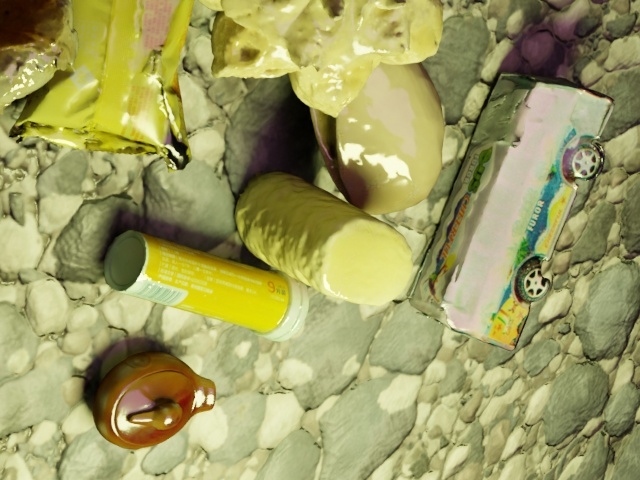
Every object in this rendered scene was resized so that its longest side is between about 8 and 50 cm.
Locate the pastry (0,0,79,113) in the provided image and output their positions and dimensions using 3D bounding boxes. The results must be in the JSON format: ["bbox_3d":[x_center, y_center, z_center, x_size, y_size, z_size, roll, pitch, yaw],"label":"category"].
[{"bbox_3d":[-0.271,-0.175,1.322,0.153,0.153,0.081,-48,172,-18],"label":"pastry"}]

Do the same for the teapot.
[{"bbox_3d":[-0.161,0.160,1.601,0.129,0.078,0.098,-6,111,-42],"label":"teapot"}]

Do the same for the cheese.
[{"bbox_3d":[0.000,0.000,1.622,0.123,0.167,0.093,26,92,-42],"label":"cheese"}]

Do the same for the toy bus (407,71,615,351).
[{"bbox_3d":[0.215,-0.041,1.855,0.138,0.112,0.316,18,93,-35],"label":"toy bus"}]

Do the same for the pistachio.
[{"bbox_3d":[0.056,-0.129,1.649,0.152,0.126,0.223,-36,122,-41],"label":"pistachio"}]

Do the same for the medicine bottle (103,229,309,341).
[{"bbox_3d":[-0.110,0.044,1.607,0.218,0.074,0.074,19,93,-44],"label":"medicine bottle"}]

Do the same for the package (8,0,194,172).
[{"bbox_3d":[-0.179,-0.177,1.420,0.168,0.090,0.226,7,106,-14],"label":"package"}]

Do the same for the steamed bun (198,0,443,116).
[{"bbox_3d":[0.010,-0.261,1.491,0.292,0.137,0.295,47,70,-19],"label":"steamed bun"}]
